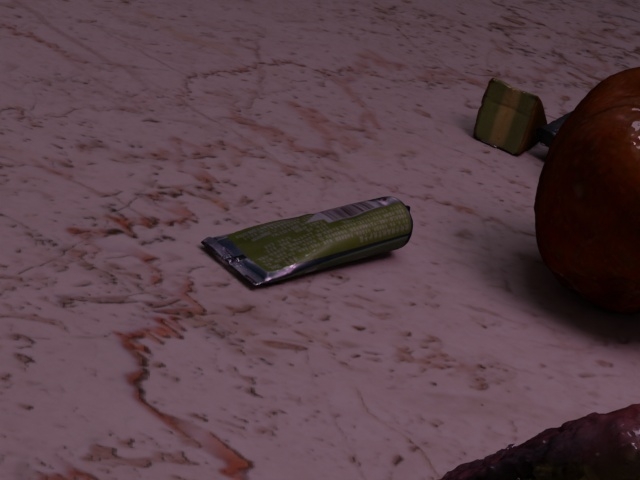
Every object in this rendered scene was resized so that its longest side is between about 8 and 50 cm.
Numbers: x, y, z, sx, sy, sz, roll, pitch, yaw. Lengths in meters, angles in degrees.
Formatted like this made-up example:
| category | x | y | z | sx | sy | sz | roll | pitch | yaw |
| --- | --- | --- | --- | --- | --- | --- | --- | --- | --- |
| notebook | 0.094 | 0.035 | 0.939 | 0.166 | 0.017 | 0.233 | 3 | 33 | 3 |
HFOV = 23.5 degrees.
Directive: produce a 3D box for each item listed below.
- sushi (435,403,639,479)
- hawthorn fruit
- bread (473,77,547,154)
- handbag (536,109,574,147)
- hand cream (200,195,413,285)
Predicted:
| category | x | y | z | sx | sy | sz | roll | pitch | yaw |
| --- | --- | --- | --- | --- | --- | --- | --- | --- | --- |
| sushi | 0.202 | 0.183 | 1.096 | 0.241 | 0.161 | 0.107 | 29 | 27 | 21 |
| hawthorn fruit | 0.338 | -0.045 | 1.566 | 0.258 | 0.262 | 0.258 | 30 | 28 | -18 |
| bread | 0.262 | -0.173 | 2.007 | 0.074 | 0.084 | 0.139 | 25 | 24 | 18 |
| handbag | 0.421 | -0.097 | 1.969 | 0.270 | 0.088 | 0.175 | 32 | 38 | 20 |
| hand cream | 0.000 | 0.000 | 1.505 | 0.235 | 0.055 | 0.086 | -15 | 37 | -39 |
